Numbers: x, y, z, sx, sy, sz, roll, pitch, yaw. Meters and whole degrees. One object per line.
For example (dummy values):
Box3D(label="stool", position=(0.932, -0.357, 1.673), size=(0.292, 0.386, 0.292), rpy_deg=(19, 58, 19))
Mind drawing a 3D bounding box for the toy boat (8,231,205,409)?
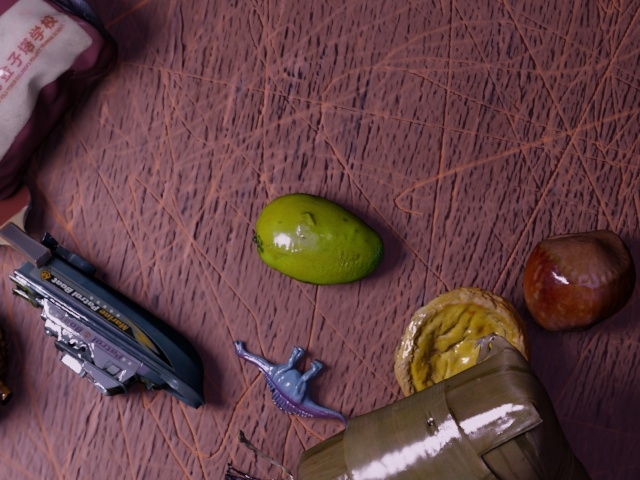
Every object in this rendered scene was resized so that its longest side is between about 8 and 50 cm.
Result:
Box3D(label="toy boat", position=(-0.271, 0.126, 1.730), size=(0.296, 0.114, 0.122), rpy_deg=(37, 75, 1))

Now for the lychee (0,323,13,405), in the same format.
Box3D(label="lychee", position=(-0.477, 0.143, 1.672), size=(0.238, 0.200, 0.200), rpy_deg=(20, 81, 19))

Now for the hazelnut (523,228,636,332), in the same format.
Box3D(label="hazelnut", position=(0.346, 0.057, 1.792), size=(0.154, 0.143, 0.143), rpy_deg=(-15, 84, -23))

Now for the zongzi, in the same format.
Box3D(label="zongzi", position=(0.141, 0.353, 1.742), size=(0.447, 0.181, 0.418), rpy_deg=(-26, 127, 18))

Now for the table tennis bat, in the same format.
Box3D(label="table tennis bat", position=(-0.418, -0.025, 1.727), size=(0.220, 0.019, 0.130), rpy_deg=(32, 65, 34))

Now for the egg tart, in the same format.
Box3D(label="egg tart", position=(0.186, 0.150, 1.778), size=(0.191, 0.074, 0.191), rpy_deg=(-1, 100, -5))

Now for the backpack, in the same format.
Box3D(label="backpack", position=(-0.456, -0.239, 1.724), size=(0.317, 0.197, 0.283), rpy_deg=(36, 81, 9))

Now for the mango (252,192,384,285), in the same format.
Box3D(label="mango", position=(0.000, 0.000, 1.781), size=(0.178, 0.100, 0.119), rpy_deg=(12, 79, -11))

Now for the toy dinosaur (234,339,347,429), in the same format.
Box3D(label="toy dinosaur", position=(-0.033, 0.188, 1.781), size=(0.197, 0.045, 0.080), rpy_deg=(40, 94, 8))
